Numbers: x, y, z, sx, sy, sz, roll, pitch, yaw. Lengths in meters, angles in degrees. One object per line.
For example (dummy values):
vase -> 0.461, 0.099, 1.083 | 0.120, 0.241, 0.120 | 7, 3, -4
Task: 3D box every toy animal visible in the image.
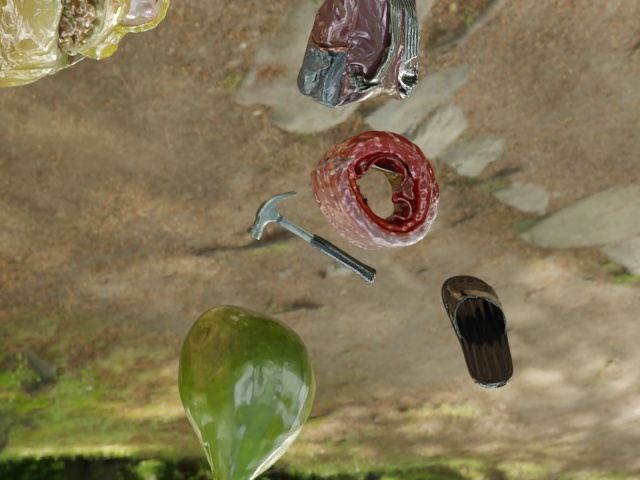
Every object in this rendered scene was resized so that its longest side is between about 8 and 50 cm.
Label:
toy animal -> -0.302, -0.334, 1.243 | 0.230, 0.156, 0.156 | -34, 146, 27

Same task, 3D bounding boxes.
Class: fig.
fig -> -0.138, 0.266, 1.426 | 0.233, 0.314, 0.233 | 20, 171, 3

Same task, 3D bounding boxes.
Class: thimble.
thimble -> 0.089, -0.077, 1.394 | 0.163, 0.189, 0.125 | -45, -167, -15

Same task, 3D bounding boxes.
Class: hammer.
hammer -> 0.000, 0.000, 1.571 | 0.246, 0.103, 0.029 | 30, 180, -18

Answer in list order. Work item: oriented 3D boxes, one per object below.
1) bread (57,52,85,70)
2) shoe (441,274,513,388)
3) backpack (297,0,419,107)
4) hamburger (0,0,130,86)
bread -> -0.355, -0.314, 1.428 | 0.139, 0.084, 0.074 | -10, -175, -39
shoe -> 0.169, 0.083, 0.958 | 0.062, 0.159, 0.053 | -9, 135, 1
backpack -> 0.106, -0.440, 1.861 | 0.283, 0.197, 0.317 | -17, 127, -46
hamburger -> -0.301, -0.270, 0.823 | 0.145, 0.259, 0.283 | -19, -172, -39
